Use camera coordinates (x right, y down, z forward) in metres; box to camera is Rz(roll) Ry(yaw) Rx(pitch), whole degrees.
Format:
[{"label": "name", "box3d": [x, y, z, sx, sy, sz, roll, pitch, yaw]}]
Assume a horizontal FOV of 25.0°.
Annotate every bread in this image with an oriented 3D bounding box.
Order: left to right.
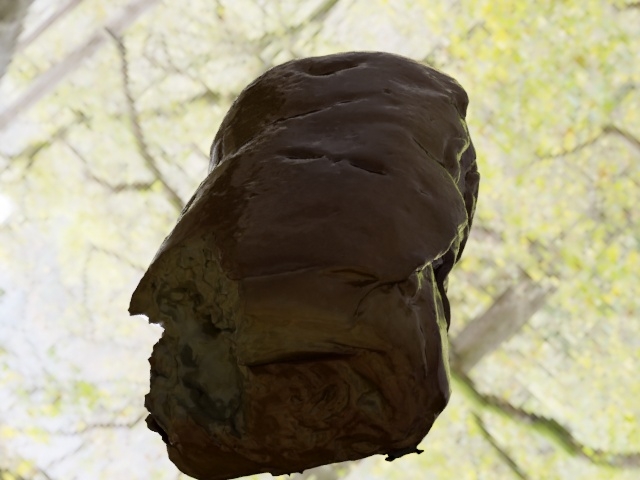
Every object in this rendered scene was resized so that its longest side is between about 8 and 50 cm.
[{"label": "bread", "box3d": [0.001, -0.006, 0.901, 0.344, 0.195, 0.149, -72, -36, -60]}]
